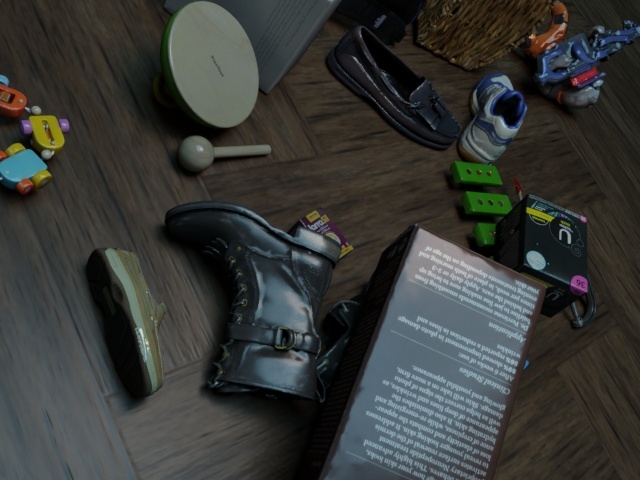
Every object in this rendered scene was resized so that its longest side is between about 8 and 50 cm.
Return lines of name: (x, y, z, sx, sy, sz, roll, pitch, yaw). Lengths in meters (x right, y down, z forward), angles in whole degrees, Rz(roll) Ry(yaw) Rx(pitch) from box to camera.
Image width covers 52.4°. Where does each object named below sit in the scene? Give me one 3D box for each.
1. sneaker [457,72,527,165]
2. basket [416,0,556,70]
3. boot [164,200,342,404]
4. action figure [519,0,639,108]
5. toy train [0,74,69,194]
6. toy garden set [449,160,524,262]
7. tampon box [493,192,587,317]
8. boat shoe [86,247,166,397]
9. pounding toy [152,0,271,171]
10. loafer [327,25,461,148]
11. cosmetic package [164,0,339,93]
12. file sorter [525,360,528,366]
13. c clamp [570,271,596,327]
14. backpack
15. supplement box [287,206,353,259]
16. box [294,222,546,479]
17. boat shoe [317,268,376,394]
sneaker: (0.382, -0.273, 1.355, 0.112, 0.131, 0.296, 32, 48, -11)
basket: (0.363, -0.550, 1.397, 0.213, 0.299, 0.223, 18, 54, -25)
boot: (-0.100, 0.081, 0.831, 0.263, 0.091, 0.229, 15, 69, 0)
action figure: (0.612, -0.476, 1.613, 0.341, 0.178, 0.330, -19, 78, -14)
toy train: (-0.384, -0.123, 0.803, 0.125, 0.046, 0.166, 16, 52, -24)
toy garden set: (0.356, -0.028, 1.243, 0.203, 0.049, 0.244, 2, 61, -31)
tampon box: (0.374, 0.025, 1.109, 0.120, 0.101, 0.161, 22, 53, -8)
boat shoe: (-0.213, 0.090, 0.774, 0.072, 0.068, 0.190, -2, 63, -48)
pounding toy: (-0.187, -0.227, 0.979, 0.183, 0.110, 0.237, -24, 107, -52)
loafer: (0.156, -0.287, 1.232, 0.302, 0.095, 0.109, 33, 49, -13)
cosmetic package: (-0.094, -0.406, 1.050, 0.224, 0.224, 0.138, 41, 48, -6)
file sorter: (0.199, 0.191, 0.960, 0.170, 0.104, 0.118, -31, 82, -42)
c clamp: (0.480, 0.100, 1.232, 0.137, 0.022, 0.161, -42, 112, -39)
backpack: (0.102, -0.564, 1.270, 0.263, 0.276, 0.213, 4, 56, -25)
supplement box: (0.000, 0.000, 0.985, 0.083, 0.043, 0.055, 51, 48, 4)
box: (0.115, 0.197, 0.783, 0.191, 0.143, 0.381, 26, 69, -5)
boat shoe: (0.050, 0.114, 0.920, 0.079, 0.084, 0.233, 37, 53, -7)
